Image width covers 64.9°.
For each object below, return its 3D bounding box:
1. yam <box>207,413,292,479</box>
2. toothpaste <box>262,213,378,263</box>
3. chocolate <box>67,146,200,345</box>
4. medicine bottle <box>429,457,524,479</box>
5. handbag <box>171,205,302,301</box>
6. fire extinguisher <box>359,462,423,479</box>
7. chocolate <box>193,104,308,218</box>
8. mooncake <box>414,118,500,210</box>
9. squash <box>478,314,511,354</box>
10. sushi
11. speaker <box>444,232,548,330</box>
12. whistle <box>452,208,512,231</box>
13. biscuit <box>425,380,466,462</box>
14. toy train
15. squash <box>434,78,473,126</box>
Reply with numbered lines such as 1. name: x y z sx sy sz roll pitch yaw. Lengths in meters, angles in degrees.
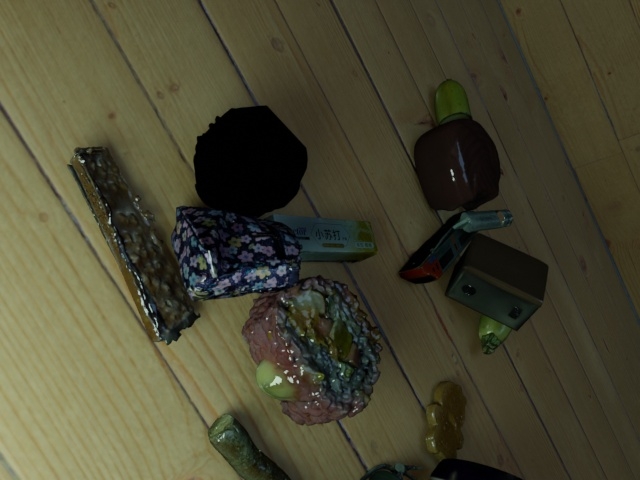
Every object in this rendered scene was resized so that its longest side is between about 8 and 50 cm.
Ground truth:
1. yam: -0.097 0.401 0.864 0.253 0.061 0.061 55 44 -18
2. toothpaste: 0.000 0.000 1.112 0.312 0.071 0.089 2 70 -45
3. chocolate: -0.300 0.009 0.800 0.330 0.065 0.102 66 23 -6
4. medicine bottle: 0.313 0.693 1.062 0.242 0.242 0.395 38 61 -31
5. handbag: -0.137 0.019 0.852 0.207 0.228 0.127 7 111 -30
6. fire extinguisher: 0.109 0.539 1.004 0.294 0.118 0.093 -35 136 -47
7. chocolate: -0.162 -0.165 0.979 0.224 0.206 0.177 42 4 -40
8. mooncake: 0.441 -0.227 1.583 0.325 0.174 0.334 35 51 -35
9. squash: 0.542 0.248 1.573 0.137 0.137 0.287 52 59 -19
10. sushi: -0.026 0.202 0.933 0.270 0.170 0.236 57 44 -11
11. speaker: 0.509 0.118 1.463 0.230 0.153 0.193 27 48 8
12. whistle: 0.497 -0.061 1.528 0.312 0.062 0.062 -7 80 -48
13. biscuit: 0.323 0.460 1.300 0.166 0.036 0.226 49 43 -23
14. toy train: 0.354 0.025 1.457 0.409 0.086 0.089 -37 104 -47
15. squash: 0.444 -0.468 1.717 0.123 0.123 0.187 15 62 -42
